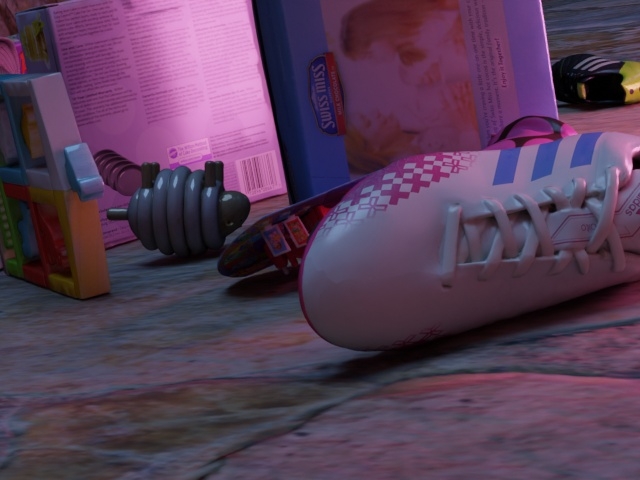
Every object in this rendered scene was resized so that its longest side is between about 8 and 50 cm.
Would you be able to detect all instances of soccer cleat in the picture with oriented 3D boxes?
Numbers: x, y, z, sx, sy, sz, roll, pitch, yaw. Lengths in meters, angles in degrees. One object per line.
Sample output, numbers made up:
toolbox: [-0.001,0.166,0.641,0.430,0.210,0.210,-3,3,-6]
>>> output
soccer cleat: [0.317,-0.186,2.208,0.072,0.060,0.179,-19,15,-34]
soccer cleat: [0.136,-0.011,1.212,0.331,0.116,0.143,-18,12,-40]

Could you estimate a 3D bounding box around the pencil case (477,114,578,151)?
pencil case: [0.116,-0.038,1.478,0.098,0.095,0.209,33,33,30]

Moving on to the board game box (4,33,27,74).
board game box: [-0.356,-0.166,2.399,0.056,0.208,0.347,4,14,16]

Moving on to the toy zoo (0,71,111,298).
toy zoo: [-0.249,-0.052,1.660,0.030,0.192,0.293,-16,11,-23]

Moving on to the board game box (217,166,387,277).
board game box: [0.000,0.000,1.496,0.168,0.033,0.133,-22,-16,-19]

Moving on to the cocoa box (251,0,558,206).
cocoa box: [0.064,-0.194,1.667,0.231,0.347,0.228,-11,10,-6]

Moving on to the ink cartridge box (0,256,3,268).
ink cartridge box: [-0.359,-0.019,1.817,0.067,0.115,0.198,-7,11,28]

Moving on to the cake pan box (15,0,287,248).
cake pan box: [-0.162,-0.139,1.912,0.267,0.246,0.070,-19,13,-38]

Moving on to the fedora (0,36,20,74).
fedora: [-0.360,-0.093,2.086,0.124,0.244,0.275,23,18,16]

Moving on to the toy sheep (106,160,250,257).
toy sheep: [-0.128,-0.028,1.695,0.132,0.091,0.091,-1,12,12]
